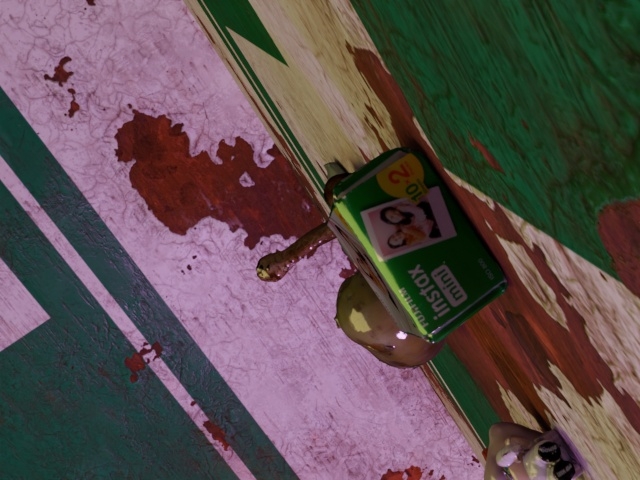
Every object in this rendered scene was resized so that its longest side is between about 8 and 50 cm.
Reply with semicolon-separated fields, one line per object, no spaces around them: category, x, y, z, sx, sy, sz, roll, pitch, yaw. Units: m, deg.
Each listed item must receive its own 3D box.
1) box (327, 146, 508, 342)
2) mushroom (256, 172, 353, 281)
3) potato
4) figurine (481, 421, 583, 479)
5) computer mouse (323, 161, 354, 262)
box;0.090;0.008;0.962;0.180;0.103;0.250;55;179;4
mushroom;0.000;0.000;1.375;0.148;0.217;0.227;57;178;2
potato;0.120;0.115;1.431;0.165;0.165;0.262;55;-173;29
figurine;0.277;0.298;1.225;0.137;0.112;0.229;48;164;10
computer mouse;0.057;-0.034;1.646;0.231;0.079;0.128;60;175;-19
